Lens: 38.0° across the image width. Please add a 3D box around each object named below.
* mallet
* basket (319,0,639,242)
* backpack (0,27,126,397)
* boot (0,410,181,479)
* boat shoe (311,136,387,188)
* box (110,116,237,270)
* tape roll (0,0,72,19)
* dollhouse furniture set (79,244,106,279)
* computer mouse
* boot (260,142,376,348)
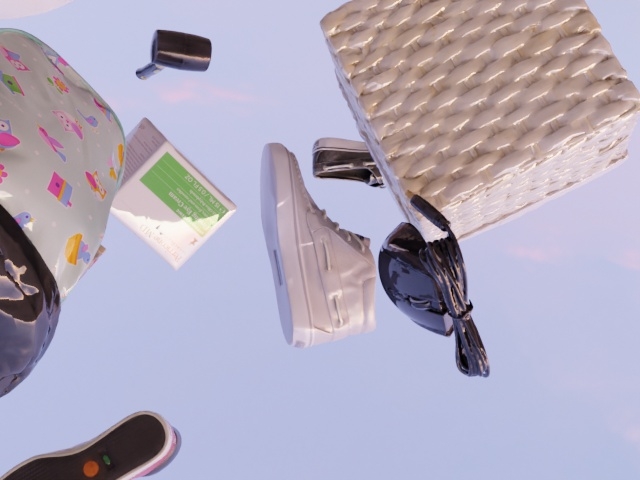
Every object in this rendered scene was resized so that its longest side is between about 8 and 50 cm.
[{"bbox_3d":[-0.184,-0.199,1.030,0.062,0.039,0.189,6,179,-32],"label":"mallet"},{"bbox_3d":[0.204,-0.200,1.243,0.328,0.331,0.266,65,-173,12],"label":"basket"},{"bbox_3d":[-0.170,-0.024,0.463,0.115,0.152,0.182,-27,-153,14],"label":"backpack"},{"bbox_3d":[-0.292,0.300,1.175,0.244,0.176,0.088,-25,-104,-9],"label":"boot"},{"bbox_3d":[0.093,-0.121,1.553,0.219,0.078,0.070,4,-113,-4],"label":"boat shoe"},{"bbox_3d":[-0.154,-0.046,0.893,0.101,0.087,0.102,45,179,-29],"label":"box"},{"bbox_3d":[-0.343,-0.380,0.999,0.286,0.100,0.286,0,-116,1],"label":"tape roll"},{"bbox_3d":[-0.572,0.103,1.589,0.201,0.152,0.374,40,-120,-5],"label":"dollhouse furniture set"},{"bbox_3d":[0.098,0.024,0.995,0.060,0.184,0.262,-19,-153,-4],"label":"computer mouse"},{"bbox_3d":[0.000,0.000,1.171,0.123,0.258,0.095,-8,180,-17],"label":"boot"}]
